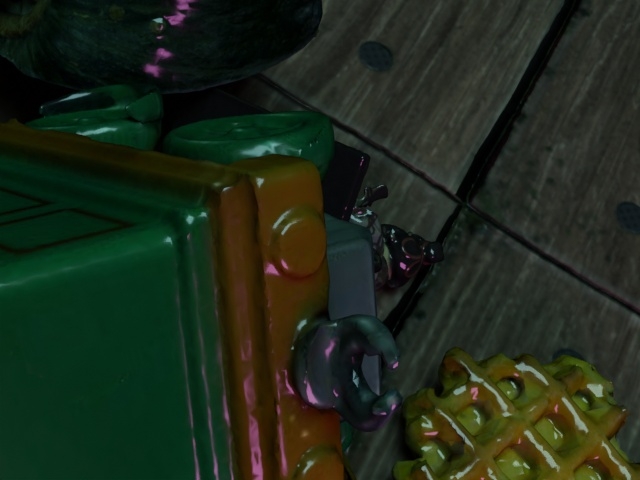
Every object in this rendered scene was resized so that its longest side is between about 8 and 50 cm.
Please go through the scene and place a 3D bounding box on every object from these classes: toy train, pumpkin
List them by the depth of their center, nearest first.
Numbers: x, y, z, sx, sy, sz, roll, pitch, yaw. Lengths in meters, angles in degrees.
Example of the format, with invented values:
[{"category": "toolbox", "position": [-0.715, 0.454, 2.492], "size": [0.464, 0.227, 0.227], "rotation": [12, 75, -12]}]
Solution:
[{"category": "toy train", "position": [-0.138, 0.034, 0.615], "size": [0.249, 0.429, 0.178], "rotation": [-16, 109, -37]}, {"category": "pumpkin", "position": [-0.121, -0.251, 0.850], "size": [0.263, 0.197, 0.293], "rotation": [-18, 42, -37]}]

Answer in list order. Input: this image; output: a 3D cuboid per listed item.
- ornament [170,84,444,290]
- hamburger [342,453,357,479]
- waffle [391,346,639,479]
[{"category": "ornament", "position": [0.000, 0.000, 0.865], "size": [0.153, 0.166, 0.196], "rotation": [28, 15, 34]}, {"category": "hamburger", "position": [-0.063, 0.170, 0.714], "size": [0.206, 0.130, 0.183], "rotation": [-12, 63, -25]}, {"category": "waffle", "position": [0.164, 0.194, 0.835], "size": [0.291, 0.051, 0.291], "rotation": [9, 61, -16]}]
